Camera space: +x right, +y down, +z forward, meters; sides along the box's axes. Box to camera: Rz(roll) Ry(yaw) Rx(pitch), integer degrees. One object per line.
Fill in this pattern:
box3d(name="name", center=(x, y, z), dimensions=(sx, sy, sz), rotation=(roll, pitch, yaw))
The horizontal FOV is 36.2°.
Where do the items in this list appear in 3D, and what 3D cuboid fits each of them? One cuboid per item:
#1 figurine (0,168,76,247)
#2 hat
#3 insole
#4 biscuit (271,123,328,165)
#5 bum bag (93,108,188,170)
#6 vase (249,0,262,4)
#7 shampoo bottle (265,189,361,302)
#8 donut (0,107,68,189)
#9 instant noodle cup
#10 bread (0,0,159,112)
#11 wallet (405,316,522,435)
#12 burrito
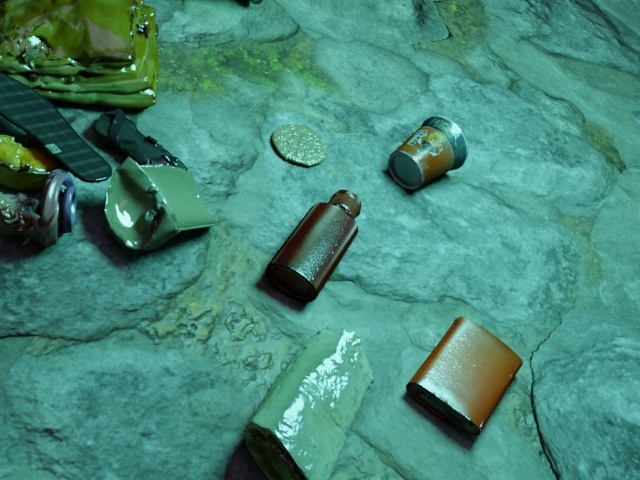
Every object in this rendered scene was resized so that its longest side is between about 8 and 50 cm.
box3d(name="figurine", center=(-0.458, -0.040, 1.553), dimensions=(0.157, 0.126, 0.114), rotation=(-19, 100, -10))
box3d(name="hat", center=(-0.273, -0.042, 1.675), dimensions=(0.166, 0.144, 0.173), rotation=(57, 7, 25))
box3d(name="insole", center=(-0.467, -0.194, 1.655), dimensions=(0.309, 0.012, 0.110), rotation=(42, 36, 20))
box3d(name="biscuit", center=(-0.040, -0.191, 1.951), dimensions=(0.120, 0.015, 0.120), rotation=(14, 44, -13))
box3d(name="bum bag", center=(-0.328, -0.175, 1.773), dimensions=(0.197, 0.049, 0.087), rotation=(39, 40, 13))
box3d(name="vase", center=(-0.268, -0.642, 2.125), dimensions=(0.291, 0.245, 0.245), rotation=(-3, 50, -22))
box3d(name="shampoo bottle", center=(0.000, 0.000, 1.751), dimensions=(0.102, 0.064, 0.260), rotation=(30, 43, 4))
box3d(name="donut", center=(-0.489, -0.146, 1.653), dimensions=(0.146, 0.078, 0.181), rotation=(38, 38, 10))
box3d(name="instant noodle cup", center=(0.211, -0.171, 1.987), dimensions=(0.127, 0.127, 0.135), rotation=(43, 53, 17))
box3d(name="bread", center=(-0.450, -0.388, 1.831), dimensions=(0.324, 0.167, 0.277), rotation=(9, 46, -19))
box3d(name="wallet", center=(0.248, 0.228, 1.667), dimensions=(0.142, 0.045, 0.204), rotation=(34, 43, 11))
box3d(name="burrito", center=(-0.016, 0.257, 1.473), dimensions=(0.143, 0.105, 0.299), rotation=(32, 42, 0))
